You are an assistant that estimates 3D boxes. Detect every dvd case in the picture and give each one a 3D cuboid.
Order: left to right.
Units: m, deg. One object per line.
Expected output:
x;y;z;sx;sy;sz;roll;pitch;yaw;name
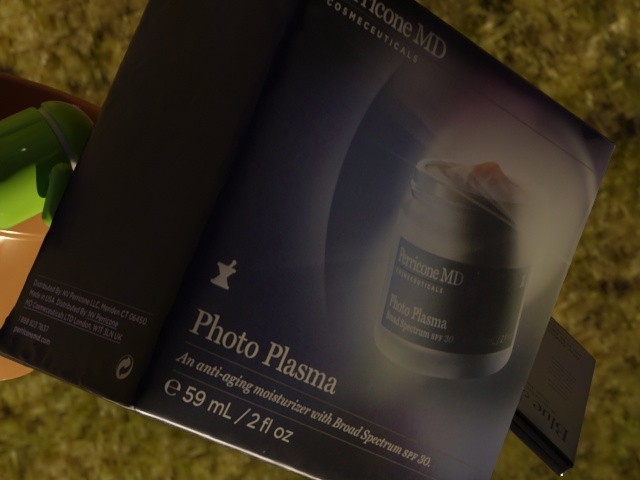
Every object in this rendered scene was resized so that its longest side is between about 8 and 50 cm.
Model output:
0.202;0.117;1.489;0.180;0.253;0.022;44;115;-3;dvd case

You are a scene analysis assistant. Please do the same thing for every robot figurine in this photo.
-0.197;-0.051;0.975;0.115;0.101;0.067;-28;125;-18;robot figurine

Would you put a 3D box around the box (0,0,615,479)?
0.000;0.000;0.948;0.296;0.183;0.294;27;80;-38;box

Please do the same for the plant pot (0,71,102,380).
-0.297;-0.017;1.186;0.291;0.291;0.203;7;108;-31;plant pot
